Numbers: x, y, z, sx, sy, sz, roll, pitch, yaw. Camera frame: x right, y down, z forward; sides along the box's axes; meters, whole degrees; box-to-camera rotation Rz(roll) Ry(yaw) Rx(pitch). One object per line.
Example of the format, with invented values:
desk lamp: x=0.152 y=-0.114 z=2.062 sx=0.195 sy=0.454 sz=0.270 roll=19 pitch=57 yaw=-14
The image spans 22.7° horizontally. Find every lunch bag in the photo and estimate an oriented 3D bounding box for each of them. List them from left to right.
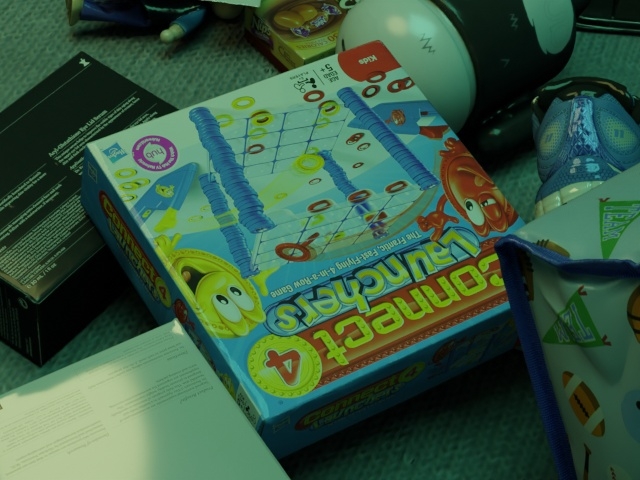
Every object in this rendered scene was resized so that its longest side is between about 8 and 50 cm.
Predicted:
lunch bag: x=0.353 y=0.121 z=1.219 sx=0.328 sy=0.385 sz=0.239 roll=-25 pitch=23 yaw=-26

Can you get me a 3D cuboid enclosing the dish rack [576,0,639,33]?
dish rack: x=0.378 y=-0.348 z=1.834 sx=0.208 sy=0.074 sz=0.271 roll=5 pitch=46 yaw=-3

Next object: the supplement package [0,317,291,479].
supplement package: x=-0.145 y=0.208 z=1.231 sx=0.194 sy=0.149 sz=0.203 roll=-23 pitch=54 yaw=-23

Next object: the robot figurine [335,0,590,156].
robot figurine: x=0.144 y=-0.207 z=1.619 sx=0.278 sy=0.173 sz=0.209 roll=-32 pitch=41 yaw=-29

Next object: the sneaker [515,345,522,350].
sneaker: x=0.212 y=0.061 z=1.454 sx=0.211 sy=0.080 sz=0.081 roll=-8 pitch=58 yaw=-1

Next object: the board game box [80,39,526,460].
board game box: x=0.000 y=0.000 z=1.365 sx=0.308 sy=0.086 sz=0.302 roll=-23 pitch=61 yaw=-25

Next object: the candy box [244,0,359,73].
candy box: x=0.024 y=-0.238 z=1.712 sx=0.187 sy=0.053 sz=0.109 roll=-27 pitch=56 yaw=-25

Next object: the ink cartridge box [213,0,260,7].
ink cartridge box: x=-0.142 y=-0.306 z=1.741 sx=0.181 sy=0.056 sz=0.224 roll=7 pitch=42 yaw=0

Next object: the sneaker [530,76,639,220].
sneaker: x=0.256 y=-0.069 z=1.421 sx=0.130 sy=0.330 sz=0.147 roll=-2 pitch=84 yaw=11

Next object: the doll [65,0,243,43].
doll: x=-0.175 y=-0.252 z=1.709 sx=0.189 sy=0.046 sz=0.129 roll=-2 pitch=39 yaw=-15

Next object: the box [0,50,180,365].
box: x=-0.239 y=-0.036 z=1.474 sx=0.184 sy=0.103 sz=0.261 roll=33 pitch=54 yaw=18
